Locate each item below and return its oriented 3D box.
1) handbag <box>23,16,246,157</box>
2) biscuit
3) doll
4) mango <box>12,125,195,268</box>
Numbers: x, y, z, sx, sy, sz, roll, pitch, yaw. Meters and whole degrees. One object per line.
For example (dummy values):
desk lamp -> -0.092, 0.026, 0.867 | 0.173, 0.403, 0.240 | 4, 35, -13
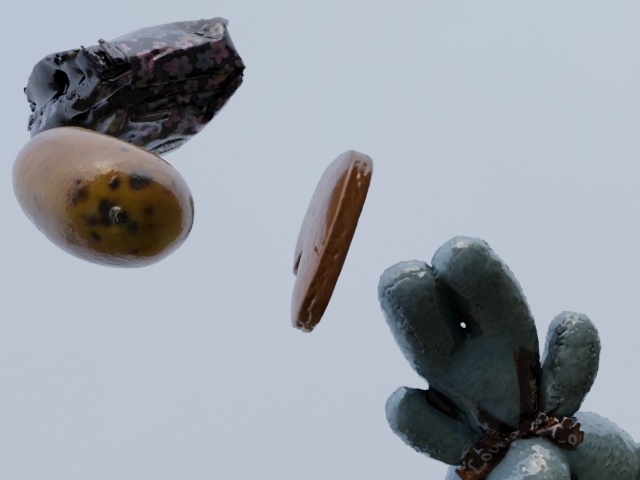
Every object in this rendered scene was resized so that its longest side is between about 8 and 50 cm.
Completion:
handbag -> -0.201, -0.150, 1.169 | 0.207, 0.228, 0.127 | -18, -93, -33
biscuit -> -0.001, 0.000, 1.129 | 0.036, 0.192, 0.186 | 19, -95, -7
doll -> 0.089, 0.084, 0.511 | 0.120, 0.075, 0.180 | -25, -59, 5
mango -> -0.163, -0.037, 0.813 | 0.115, 0.178, 0.090 | 12, -76, -42
